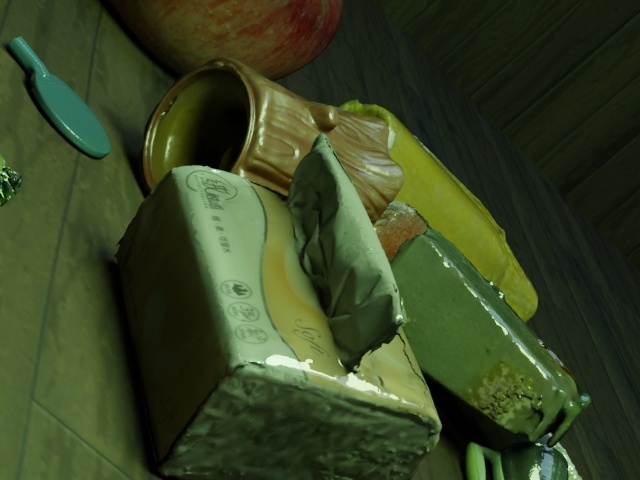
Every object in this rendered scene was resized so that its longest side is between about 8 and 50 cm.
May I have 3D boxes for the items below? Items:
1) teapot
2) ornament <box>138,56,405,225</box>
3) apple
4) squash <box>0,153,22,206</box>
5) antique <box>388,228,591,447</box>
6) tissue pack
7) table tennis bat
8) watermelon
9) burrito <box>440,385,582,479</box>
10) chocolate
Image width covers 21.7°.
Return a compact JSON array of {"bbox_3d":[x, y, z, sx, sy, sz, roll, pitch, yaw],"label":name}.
[{"bbox_3d":[0.227,0.292,1.948,0.092,0.124,0.091,92,4,-46],"label":"teapot"},{"bbox_3d":[-0.066,-0.072,1.796,0.235,0.221,0.217,7,-12,41],"label":"ornament"},{"bbox_3d":[-0.134,-0.344,2.165,0.345,0.269,0.345,55,23,-38],"label":"apple"},{"bbox_3d":[-0.322,-0.097,1.378,0.183,0.052,0.052,43,16,-15],"label":"squash"},{"bbox_3d":[0.184,0.128,1.964,0.284,0.150,0.125,41,13,16],"label":"antique"},{"bbox_3d":[-0.027,0.056,1.438,0.238,0.238,0.305,39,17,-33],"label":"tissue pack"},{"bbox_3d":[-0.269,-0.146,1.716,0.155,0.019,0.100,52,15,5],"label":"table tennis bat"},{"bbox_3d":[0.049,0.007,2.117,0.146,0.128,0.231,26,-15,34],"label":"watermelon"},{"bbox_3d":[0.259,0.254,2.060,0.392,0.076,0.117,53,-21,10],"label":"burrito"},{"bbox_3d":[0.157,-0.018,2.386,0.445,0.162,0.162,41,16,-36],"label":"chocolate"}]
